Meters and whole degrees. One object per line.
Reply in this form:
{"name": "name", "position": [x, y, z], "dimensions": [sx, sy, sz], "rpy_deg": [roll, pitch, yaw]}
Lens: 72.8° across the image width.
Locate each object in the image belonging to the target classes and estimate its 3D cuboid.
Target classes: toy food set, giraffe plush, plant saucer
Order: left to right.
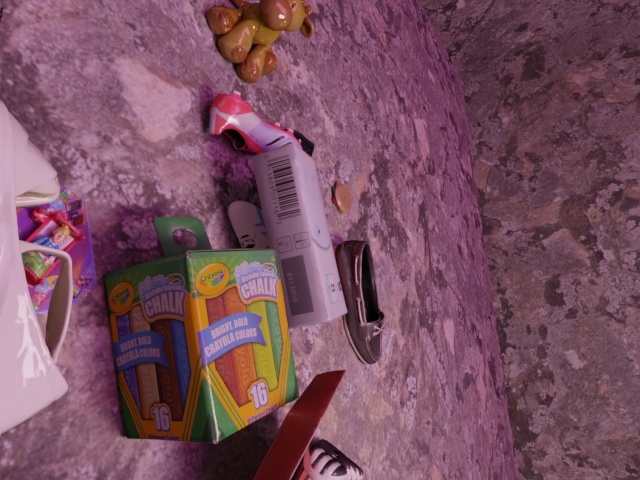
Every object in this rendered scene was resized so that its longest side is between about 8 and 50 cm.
{"name": "giraffe plush", "position": [-0.106, -0.461, 0.918], "dimensions": [0.181, 0.170, 0.210], "rpy_deg": [49, 41, -37]}
{"name": "plant saucer", "position": [-0.053, 0.332, 0.675], "dimensions": [0.259, 0.047, 0.259], "rpy_deg": [-63, 170, 3]}
{"name": "toy food set", "position": [0.059, -0.117, 1.198], "dimensions": [0.083, 0.020, 0.083], "rpy_deg": [60, 36, -26]}

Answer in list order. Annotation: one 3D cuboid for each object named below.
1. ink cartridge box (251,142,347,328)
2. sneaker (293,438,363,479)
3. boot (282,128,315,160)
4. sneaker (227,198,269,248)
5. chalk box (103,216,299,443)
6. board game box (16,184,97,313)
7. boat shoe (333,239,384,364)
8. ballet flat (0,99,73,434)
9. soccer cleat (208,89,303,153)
{"name": "ink cartridge box", "position": [0.000, 0.000, 0.902], "dimensions": [0.385, 0.091, 0.309], "rpy_deg": [7, 69, -73]}
{"name": "sneaker", "position": [-0.013, 0.478, 0.828], "dimensions": [0.163, 0.106, 0.281], "rpy_deg": [-53, 151, -13]}
{"name": "boot", "position": [-0.054, -0.198, 1.032], "dimensions": [0.121, 0.045, 0.099], "rpy_deg": [20, 69, -52]}
{"name": "sneaker", "position": [-0.109, 0.033, 0.821], "dimensions": [0.237, 0.085, 0.086], "rpy_deg": [65, 29, -17]}
{"name": "chalk box", "position": [-0.168, 0.104, 0.614], "dimensions": [0.180, 0.179, 0.289], "rpy_deg": [-3, 82, -58]}
{"name": "board game box", "position": [-0.334, 0.003, 0.527], "dimensions": [0.133, 0.033, 0.169], "rpy_deg": [-2, 80, -58]}
{"name": "boat shoe", "position": [0.114, 0.161, 1.115], "dimensions": [0.112, 0.095, 0.336], "rpy_deg": [-24, 100, -58]}
{"name": "ballet flat", "position": [-0.330, -0.008, 0.440], "dimensions": [0.139, 0.139, 0.401], "rpy_deg": [-6, 90, -58]}
{"name": "soccer cleat", "position": [-0.129, -0.211, 0.895], "dimensions": [0.248, 0.083, 0.095], "rpy_deg": [27, 78, -53]}
